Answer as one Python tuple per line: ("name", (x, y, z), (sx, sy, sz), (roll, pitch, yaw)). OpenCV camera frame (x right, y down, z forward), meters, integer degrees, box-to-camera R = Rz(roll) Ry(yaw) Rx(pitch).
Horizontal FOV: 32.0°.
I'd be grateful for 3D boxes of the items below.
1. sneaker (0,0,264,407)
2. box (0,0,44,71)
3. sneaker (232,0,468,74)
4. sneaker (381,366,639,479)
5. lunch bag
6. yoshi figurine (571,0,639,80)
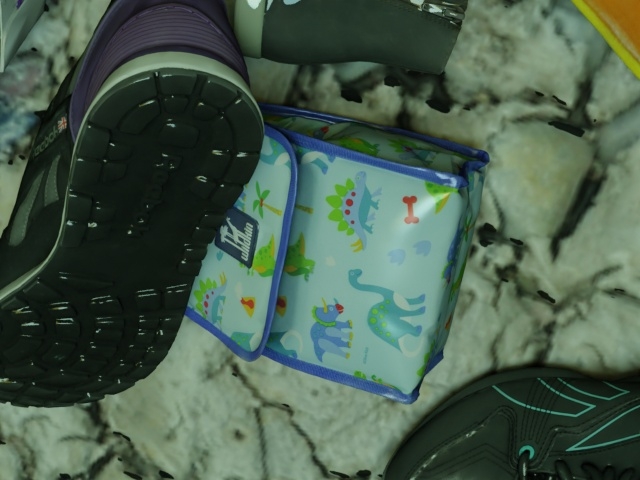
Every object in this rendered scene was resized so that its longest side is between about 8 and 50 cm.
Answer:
("sneaker", (-0.115, -0.021, 0.607), (0.107, 0.124, 0.283), (17, 132, -28))
("box", (-0.310, -0.164, 0.588), (0.324, 0.067, 0.063), (12, 133, 2))
("sneaker", (0.027, -0.195, 0.556), (0.118, 0.083, 0.222), (7, 112, -3))
("sneaker", (0.160, 0.121, 0.604), (0.268, 0.106, 0.101), (-16, 104, 11))
("lunch bag", (0.000, 0.000, 0.598), (0.151, 0.096, 0.128), (17, 108, 16))
("yoshi figurine", (0.277, -0.195, 0.461), (0.203, 0.203, 0.362), (24, 119, -43))
